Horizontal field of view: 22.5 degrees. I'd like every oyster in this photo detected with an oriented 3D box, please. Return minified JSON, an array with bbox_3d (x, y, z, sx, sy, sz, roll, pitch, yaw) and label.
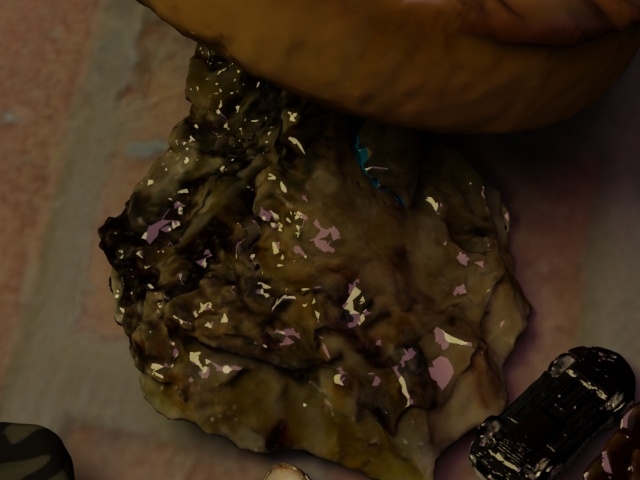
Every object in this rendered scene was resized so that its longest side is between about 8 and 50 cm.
[{"bbox_3d":[0.000,0.000,0.770,0.223,0.083,0.214,21,73,12],"label":"oyster"}]

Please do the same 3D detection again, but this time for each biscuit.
[{"bbox_3d":[0.016,-0.150,0.758,0.296,0.102,0.296,16,34,-11],"label":"biscuit"}]

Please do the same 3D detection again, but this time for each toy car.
[{"bbox_3d":[0.108,0.083,0.734,0.093,0.025,0.041,-35,58,-29],"label":"toy car"}]

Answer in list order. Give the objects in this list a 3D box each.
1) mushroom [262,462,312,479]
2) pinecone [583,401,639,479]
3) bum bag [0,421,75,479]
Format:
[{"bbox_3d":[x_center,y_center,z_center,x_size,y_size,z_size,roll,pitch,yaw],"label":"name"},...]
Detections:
[{"bbox_3d":[-0.021,0.150,0.734,0.049,0.019,0.101,7,65,13],"label":"mushroom"},{"bbox_3d":[0.177,0.115,0.657,0.140,0.121,0.140,-2,64,4],"label":"pinecone"},{"bbox_3d":[-0.250,0.199,0.716,0.340,0.095,0.144,-44,61,-9],"label":"bum bag"}]
